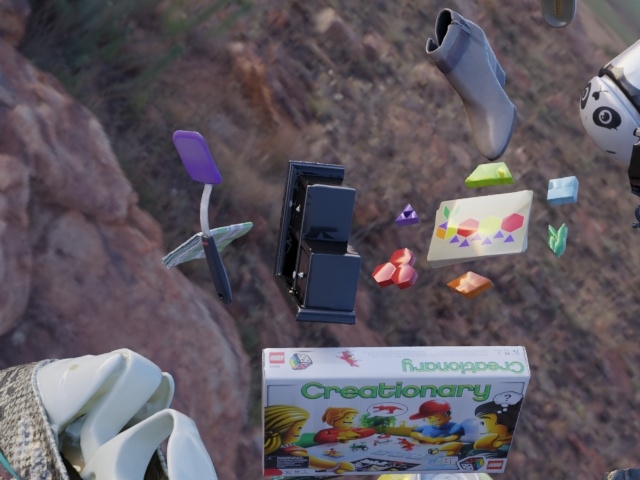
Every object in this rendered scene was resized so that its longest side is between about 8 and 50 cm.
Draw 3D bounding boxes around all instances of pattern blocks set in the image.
[{"bbox_3d":[0.266,-0.019,1.756,0.026,0.325,0.285,55,49,-39],"label":"pattern blocks set"}]

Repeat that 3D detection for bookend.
[{"bbox_3d":[0.000,0.000,1.241,0.072,0.156,0.157,4,16,-14],"label":"bookend"}]

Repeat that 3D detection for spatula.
[{"bbox_3d":[-0.177,-0.033,1.639,0.030,0.084,0.296,-25,116,-40],"label":"spatula"}]

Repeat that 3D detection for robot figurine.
[{"bbox_3d":[0.561,-0.251,1.719,0.173,0.278,0.209,54,12,2],"label":"robot figurine"}]

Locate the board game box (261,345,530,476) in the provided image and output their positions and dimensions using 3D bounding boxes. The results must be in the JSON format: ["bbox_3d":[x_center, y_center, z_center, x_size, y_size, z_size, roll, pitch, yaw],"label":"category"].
[{"bbox_3d":[0.082,0.206,1.253,0.306,0.193,0.053,-1,43,-3],"label":"board game box"}]

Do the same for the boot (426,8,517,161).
[{"bbox_3d":[0.120,-0.131,0.857,0.087,0.042,0.118,37,41,-33],"label":"boot"}]

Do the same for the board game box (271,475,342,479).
[{"bbox_3d":[-0.006,0.427,2.070,0.026,0.186,0.126,52,41,-18],"label":"board game box"}]

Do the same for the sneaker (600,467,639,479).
[{"bbox_3d":[0.471,0.470,1.815,0.083,0.222,0.118,82,-4,-70],"label":"sneaker"}]

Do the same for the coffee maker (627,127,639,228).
[{"bbox_3d":[0.529,-0.091,1.492,0.178,0.120,0.171,-132,-144,-77],"label":"coffee maker"}]

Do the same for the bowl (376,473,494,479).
[{"bbox_3d":[0.223,0.485,1.905,0.290,0.156,0.289,5,38,-4],"label":"bowl"}]

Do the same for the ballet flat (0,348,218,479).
[{"bbox_3d":[-0.174,0.210,0.922,0.164,0.182,0.483,22,16,-37],"label":"ballet flat"}]

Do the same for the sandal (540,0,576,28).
[{"bbox_3d":[0.361,-0.406,1.615,0.049,0.072,0.180,-64,146,-50],"label":"sandal"}]

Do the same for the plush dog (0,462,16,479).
[{"bbox_3d":[-0.396,0.374,1.626,0.263,0.210,0.225,29,37,-10],"label":"plush dog"}]

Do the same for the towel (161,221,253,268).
[{"bbox_3d":[-0.200,0.008,1.875,0.152,0.113,0.023,-14,75,-56],"label":"towel"}]
